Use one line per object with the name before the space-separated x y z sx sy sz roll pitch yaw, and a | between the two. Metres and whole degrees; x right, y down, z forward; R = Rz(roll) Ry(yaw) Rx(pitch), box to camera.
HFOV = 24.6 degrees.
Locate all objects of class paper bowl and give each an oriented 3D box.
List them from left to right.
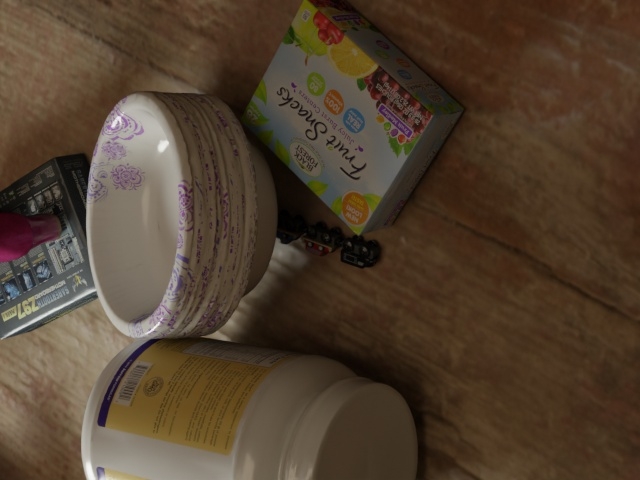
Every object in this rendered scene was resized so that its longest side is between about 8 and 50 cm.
paper bowl | -0.154 -0.029 1.699 0.284 0.148 0.284 3 94 58

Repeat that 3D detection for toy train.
toy train | 0.000 0.000 1.697 0.158 0.027 0.036 20 122 32

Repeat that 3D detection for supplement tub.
supplement tub | -0.081 0.239 1.675 0.331 0.241 0.241 7 104 36

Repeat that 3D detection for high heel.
high heel | -0.457 0.005 1.912 0.244 0.117 0.082 -1 99 38

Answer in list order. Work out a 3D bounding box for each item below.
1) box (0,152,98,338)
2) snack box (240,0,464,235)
box | -0.373 0.010 1.963 0.232 0.059 0.183 -27 82 38
snack box | 0.031 -0.138 1.613 0.207 0.070 0.174 46 124 22
